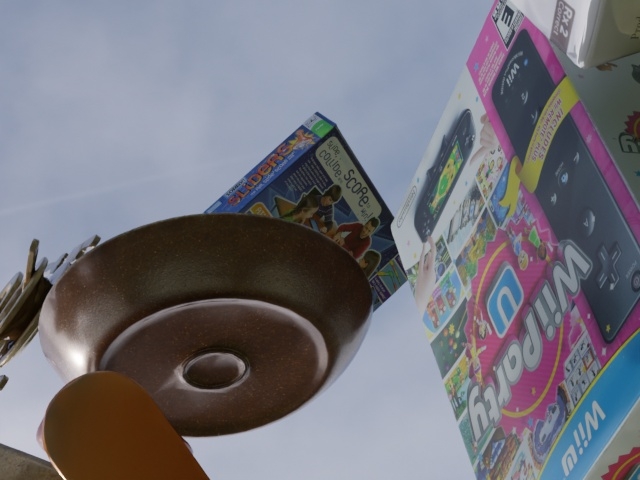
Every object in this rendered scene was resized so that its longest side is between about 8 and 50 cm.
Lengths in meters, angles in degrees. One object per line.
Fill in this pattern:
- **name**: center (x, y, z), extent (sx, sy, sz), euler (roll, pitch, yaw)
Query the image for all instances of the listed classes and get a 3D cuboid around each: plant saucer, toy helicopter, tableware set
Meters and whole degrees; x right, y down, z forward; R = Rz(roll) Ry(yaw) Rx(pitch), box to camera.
- **plant saucer**: center (-0.064, 0.063, 0.728), extent (0.198, 0.198, 0.036), euler (29, -145, -38)
- **toy helicopter**: center (-0.017, 0.170, 0.567), extent (0.355, 0.235, 0.140), euler (23, -114, 5)
- **tableware set**: center (-0.232, 0.051, 0.916), extent (0.039, 0.194, 0.128), euler (36, -109, -15)

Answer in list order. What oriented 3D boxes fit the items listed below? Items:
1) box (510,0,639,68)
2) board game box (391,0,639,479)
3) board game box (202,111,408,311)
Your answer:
- **box**: center (0.152, -0.222, 0.659), extent (0.119, 0.182, 0.181), euler (-18, -41, -20)
- **board game box**: center (0.152, 0.015, 0.736), extent (0.097, 0.303, 0.224), euler (5, -49, -20)
- **board game box**: center (0.000, 0.000, 1.119), extent (0.136, 0.035, 0.201), euler (-42, -48, -8)
